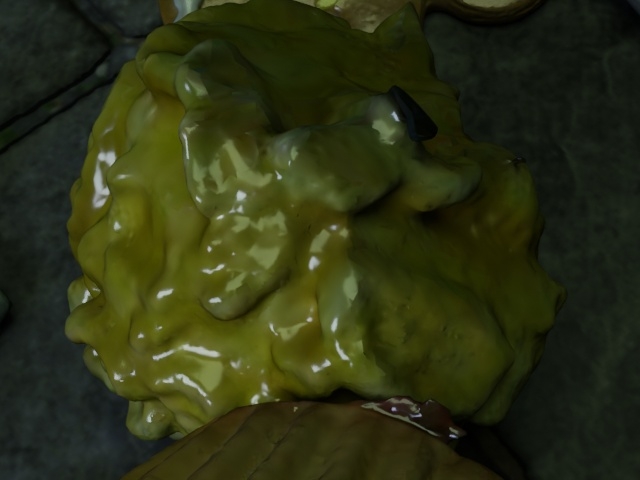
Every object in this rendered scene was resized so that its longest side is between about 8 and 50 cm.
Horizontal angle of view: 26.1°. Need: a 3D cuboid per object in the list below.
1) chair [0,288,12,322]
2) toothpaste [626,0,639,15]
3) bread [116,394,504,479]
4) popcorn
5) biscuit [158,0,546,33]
[{"bbox_3d":[-0.280,0.000,0.681,0.274,0.203,0.190,38,81,29],"label":"chair"},{"bbox_3d":[0.197,-0.176,0.816,0.100,0.066,0.323,-27,59,-5],"label":"toothpaste"},{"bbox_3d":[-0.003,0.195,0.541,0.274,0.274,0.149,21,35,14],"label":"bread"},{"bbox_3d":[-0.003,-0.006,0.644,0.249,0.225,0.249,9,42,-8],"label":"popcorn"},{"bbox_3d":[0.024,-0.174,0.840,0.240,0.035,0.158,0,64,4],"label":"biscuit"}]
